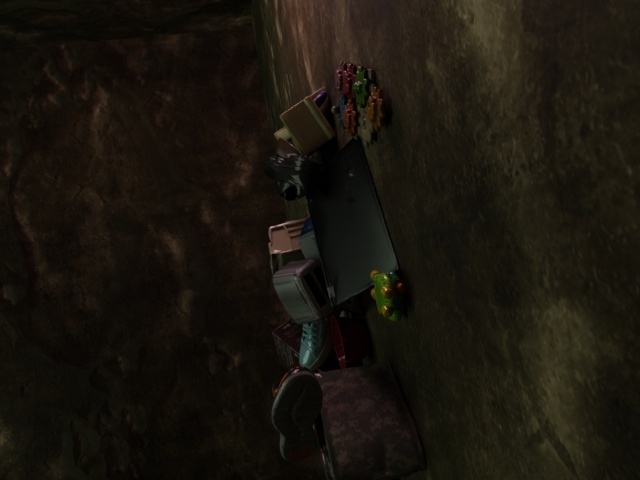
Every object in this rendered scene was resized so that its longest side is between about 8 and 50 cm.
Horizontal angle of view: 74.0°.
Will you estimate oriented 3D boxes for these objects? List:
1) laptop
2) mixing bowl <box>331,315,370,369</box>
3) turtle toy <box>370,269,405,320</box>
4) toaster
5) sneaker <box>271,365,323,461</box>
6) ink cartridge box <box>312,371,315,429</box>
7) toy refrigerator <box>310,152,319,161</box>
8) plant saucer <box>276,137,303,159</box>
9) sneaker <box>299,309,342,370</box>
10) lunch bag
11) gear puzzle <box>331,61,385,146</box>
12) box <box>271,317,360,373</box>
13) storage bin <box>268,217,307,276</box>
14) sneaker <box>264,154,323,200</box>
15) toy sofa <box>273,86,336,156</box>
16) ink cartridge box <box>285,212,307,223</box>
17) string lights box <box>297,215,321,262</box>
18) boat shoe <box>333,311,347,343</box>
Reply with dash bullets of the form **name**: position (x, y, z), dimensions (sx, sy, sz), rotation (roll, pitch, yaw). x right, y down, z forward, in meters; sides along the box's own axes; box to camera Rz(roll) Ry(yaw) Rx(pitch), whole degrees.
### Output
- **laptop**: position (0.112, -0.013, 1.230), dimensions (0.408, 0.236, 0.382), rotation (33, -140, -62)
- **mixing bowl**: position (0.103, 0.329, 1.398), dimensions (0.181, 0.098, 0.182), rotation (170, 90, -80)
- **turtle toy**: position (0.156, 0.126, 0.949), dimensions (0.095, 0.066, 0.130), rotation (-116, 18, -60)
- **toaster**: position (-0.044, 0.145, 1.281), dimensions (0.146, 0.129, 0.227), rotation (-17, 104, 51)
- **sneaker**: position (-0.078, 0.397, 1.080), dimensions (0.180, 0.124, 0.321), rotation (-116, 27, -53)
- **ink cartridge box**: position (-0.005, 0.603, 1.534), dimensions (0.219, 0.092, 0.160), rotation (45, 145, 21)
- **toy refrigerator**: position (-0.063, -0.324, 1.706), dimensions (0.094, 0.102, 0.270), rotation (-169, 69, -80)
- **plant saucer**: position (-0.060, -0.222, 1.492), dimensions (0.310, 0.050, 0.310), rotation (47, 175, 5)
- **sneaker**: position (-0.027, 0.282, 1.502), dimensions (0.135, 0.150, 0.366), rotation (20, 92, 53)
- **lunch bag**: position (0.109, 0.485, 1.097), dimensions (0.287, 0.235, 0.169), rotation (-109, 19, -48)
- **gear puzzle**: position (0.081, -0.311, 0.981), dimensions (0.339, 0.044, 0.176), rotation (-117, 22, -61)
- **box**: position (-0.017, 0.482, 1.670), dimensions (0.381, 0.143, 0.191), rotation (24, 133, 41)
- **storage bin**: position (-0.081, 0.031, 1.721), dimensions (0.262, 0.260, 0.123), rotation (99, 155, -64)
- **sneaker**: position (-0.101, -0.186, 1.274), dimensions (0.286, 0.109, 0.130), rotation (16, 96, 61)
- **toy sofa**: position (-0.042, -0.381, 1.473), dimensions (0.150, 0.177, 0.362), rotation (56, 174, -9)
- **ink cartridge box**: position (-0.108, 0.048, 2.302), dimensions (0.272, 0.130, 0.310), rotation (-109, 12, -48)
- **string lights box**: position (0.000, 0.000, 1.427), dimensions (0.260, 0.076, 0.133), rotation (-75, -39, -69)
- **boat shoe**: position (0.064, 0.369, 1.689), dimensions (0.098, 0.096, 0.277), rotation (-135, 36, -74)
